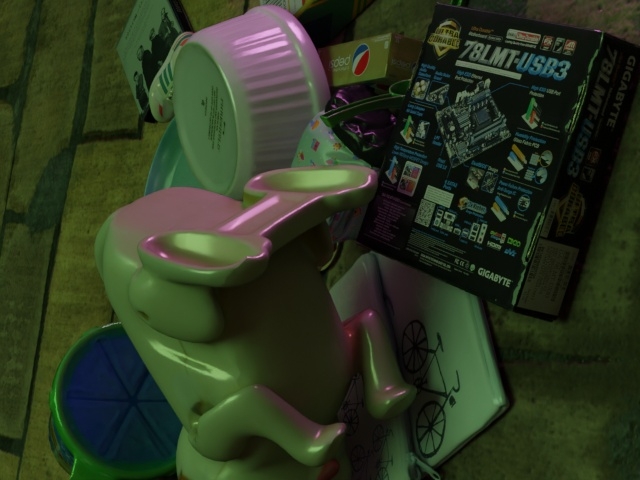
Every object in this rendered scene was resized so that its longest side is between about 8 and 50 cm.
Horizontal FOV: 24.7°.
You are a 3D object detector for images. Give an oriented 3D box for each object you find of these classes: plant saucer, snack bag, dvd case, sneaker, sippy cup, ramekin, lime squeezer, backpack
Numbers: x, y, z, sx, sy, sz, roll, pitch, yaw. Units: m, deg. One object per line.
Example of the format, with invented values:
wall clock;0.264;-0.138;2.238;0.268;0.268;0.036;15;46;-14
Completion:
plant saucer;-0.191;-0.064;2.242;0.317;0.044;0.317;-26;59;54
snack bag;0.086;0.139;1.708;0.342;0.037;0.323;-46;42;42
dvd case;-0.287;-0.340;2.514;0.179;0.030;0.238;-60;34;29
sneaker;-0.229;-0.254;2.358;0.161;0.057;0.075;-63;28;20
sippy cup;-0.300;0.261;2.155;0.240;0.305;0.224;61;151;10
ramekin;-0.099;-0.171;1.946;0.273;0.127;0.273;39;136;53
lime squeezer;0.115;-0.223;1.722;0.310;0.110;0.059;-52;28;-15
backpack;0.031;-0.082;1.792;0.152;0.115;0.182;58;136;38

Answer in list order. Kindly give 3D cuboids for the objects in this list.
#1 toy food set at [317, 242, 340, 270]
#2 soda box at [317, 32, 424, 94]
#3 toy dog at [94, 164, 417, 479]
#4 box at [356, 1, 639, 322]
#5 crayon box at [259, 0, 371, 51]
toy food set;0.000;0.000;1.916;0.083;0.020;0.082;-41;46;47
soda box;0.061;-0.219;1.846;0.181;0.061;0.058;-1;80;60
toy dog;-0.096;0.155;1.643;0.395;0.284;0.408;-1;112;29
box;0.183;-0.094;1.565;0.295;0.073;0.293;24;96;55
crayon box;0.027;-0.407;1.950;0.318;0.081;0.202;-38;49;49
